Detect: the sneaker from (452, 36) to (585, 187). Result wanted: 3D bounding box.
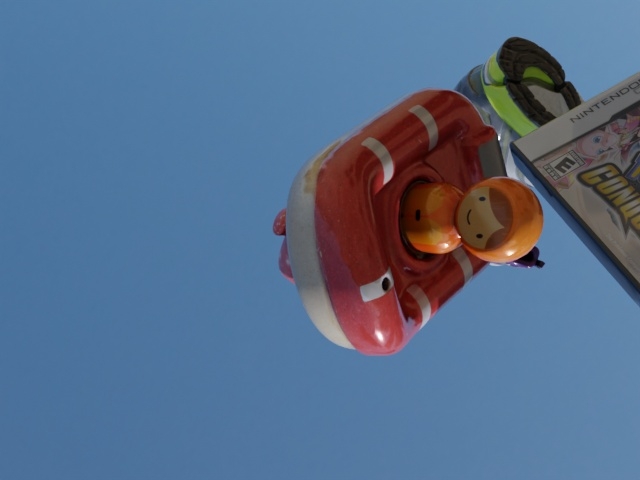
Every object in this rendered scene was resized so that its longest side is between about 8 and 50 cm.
[{"bbox_3d":[0.259,-0.093,1.544,0.300,0.121,0.111,49,-125,-18],"label":"sneaker"}]

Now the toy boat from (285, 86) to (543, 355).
[{"bbox_3d":[0.085,-0.014,0.975,0.231,0.151,0.151,-38,-61,-44],"label":"toy boat"}]

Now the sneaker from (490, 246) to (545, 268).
[{"bbox_3d":[0.260,-0.021,2.110,0.098,0.083,0.224,17,169,43],"label":"sneaker"}]

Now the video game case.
[{"bbox_3d":[0.343,-0.064,1.254,0.248,0.035,0.275,-29,-135,-4],"label":"video game case"}]

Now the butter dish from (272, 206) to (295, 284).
[{"bbox_3d":[0.000,0.000,1.610,0.118,0.160,0.160,26,180,-17],"label":"butter dish"}]
